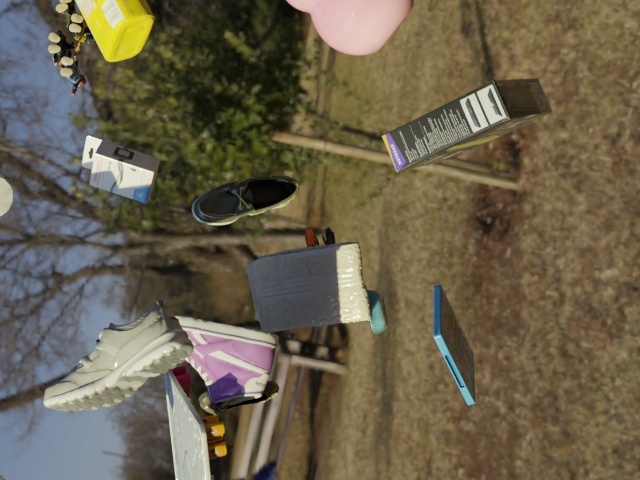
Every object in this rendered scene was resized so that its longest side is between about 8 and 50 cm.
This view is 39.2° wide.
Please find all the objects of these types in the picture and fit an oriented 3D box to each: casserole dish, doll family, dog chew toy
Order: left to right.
[{"bbox_3d":[-0.489,-0.384,1.771,0.111,0.076,0.193,144,141,-82],"label":"doll family"},{"bbox_3d":[0.014,-0.504,1.694,0.206,0.332,0.206,-51,6,7],"label":"dog chew toy"},{"bbox_3d":[0.148,0.182,2.326,0.188,0.037,0.114,47,-147,-79],"label":"casserole dish"}]

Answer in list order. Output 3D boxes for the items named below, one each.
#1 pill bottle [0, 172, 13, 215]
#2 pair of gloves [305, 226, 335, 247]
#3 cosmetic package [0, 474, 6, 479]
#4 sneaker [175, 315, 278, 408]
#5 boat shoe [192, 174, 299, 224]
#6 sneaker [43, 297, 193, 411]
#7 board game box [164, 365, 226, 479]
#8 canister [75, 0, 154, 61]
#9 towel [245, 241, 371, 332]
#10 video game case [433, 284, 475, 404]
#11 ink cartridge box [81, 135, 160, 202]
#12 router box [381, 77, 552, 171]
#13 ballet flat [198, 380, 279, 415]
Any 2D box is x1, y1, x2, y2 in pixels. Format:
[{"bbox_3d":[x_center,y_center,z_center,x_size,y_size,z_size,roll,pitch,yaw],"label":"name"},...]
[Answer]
[{"bbox_3d":[-0.830,-0.117,2.139,0.245,0.136,0.136,12,91,47],"label":"pill bottle"},{"bbox_3d":[0.000,0.000,2.358,0.010,0.083,0.074,137,130,-63],"label":"pair of gloves"},{"bbox_3d":[-0.665,0.502,1.638,0.284,0.377,0.097,26,-92,-50],"label":"cosmetic package"},{"bbox_3d":[-0.228,0.234,1.729,0.102,0.282,0.161,31,-111,-63],"label":"sneaker"},{"bbox_3d":[-0.201,-0.118,2.446,0.091,0.305,0.109,-27,79,62],"label":"boat shoe"},{"bbox_3d":[-0.346,0.200,1.516,0.115,0.281,0.105,66,-171,25],"label":"sneaker"},{"bbox_3d":[-0.240,0.484,1.801,0.390,0.050,0.390,-155,58,-69],"label":"board game box"},{"bbox_3d":[-0.317,-0.366,1.326,0.170,0.073,0.126,62,149,8],"label":"canister"},{"bbox_3d":[-0.028,0.111,2.072,0.049,0.282,0.187,-35,-65,-69],"label":"towel"},{"bbox_3d":[0.218,0.170,1.461,0.119,0.015,0.166,-81,-31,-51],"label":"video game case"},{"bbox_3d":[-0.481,-0.168,2.125,0.060,0.180,0.104,-79,9,-48],"label":"ink cartridge box"},{"bbox_3d":[0.295,-0.230,1.762,0.309,0.243,0.081,-19,-95,-61],"label":"router box"},{"bbox_3d":[-0.192,0.390,2.200,0.084,0.250,0.058,-47,60,29],"label":"ballet flat"}]
